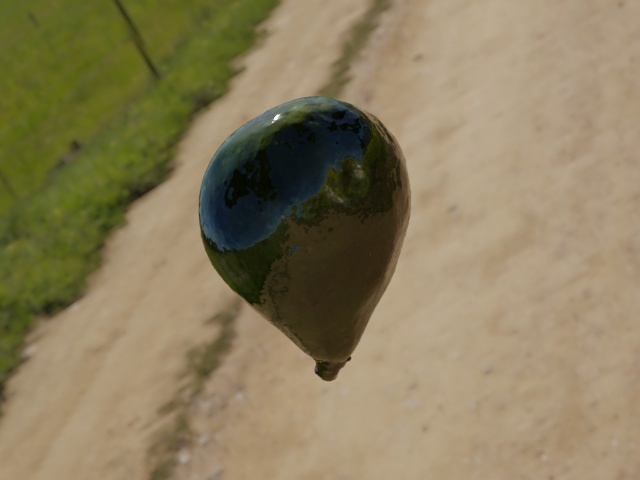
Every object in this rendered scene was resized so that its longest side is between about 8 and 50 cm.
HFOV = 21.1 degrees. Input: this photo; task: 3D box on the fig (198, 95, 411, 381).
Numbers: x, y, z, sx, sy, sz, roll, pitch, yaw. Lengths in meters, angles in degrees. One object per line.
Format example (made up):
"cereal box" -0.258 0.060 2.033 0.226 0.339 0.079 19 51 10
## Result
"fig" 0.000 0.000 1.489 0.195 0.245 0.195 -18 3 1
